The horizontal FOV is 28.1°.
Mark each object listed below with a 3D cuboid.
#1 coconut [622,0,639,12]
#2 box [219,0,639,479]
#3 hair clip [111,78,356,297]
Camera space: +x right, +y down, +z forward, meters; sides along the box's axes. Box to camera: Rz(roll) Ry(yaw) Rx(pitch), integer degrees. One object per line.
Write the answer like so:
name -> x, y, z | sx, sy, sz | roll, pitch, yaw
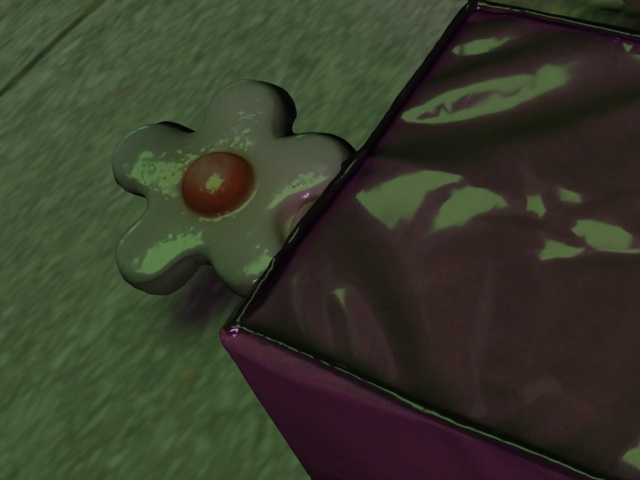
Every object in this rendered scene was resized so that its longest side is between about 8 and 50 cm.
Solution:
coconut -> 0.218, -0.176, 0.619 | 0.171, 0.171, 0.183 | -41, 35, -10
box -> 0.125, 0.037, 0.459 | 0.252, 0.153, 0.188 | 21, 63, 30
hair clip -> -0.001, -0.005, 0.661 | 0.257, 0.075, 0.146 | 18, 56, 35
